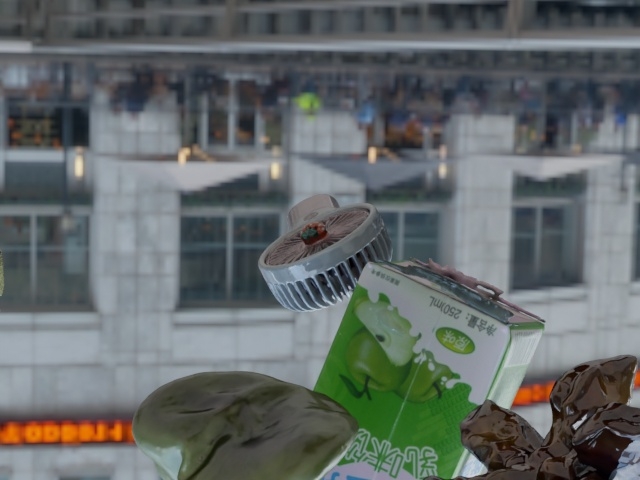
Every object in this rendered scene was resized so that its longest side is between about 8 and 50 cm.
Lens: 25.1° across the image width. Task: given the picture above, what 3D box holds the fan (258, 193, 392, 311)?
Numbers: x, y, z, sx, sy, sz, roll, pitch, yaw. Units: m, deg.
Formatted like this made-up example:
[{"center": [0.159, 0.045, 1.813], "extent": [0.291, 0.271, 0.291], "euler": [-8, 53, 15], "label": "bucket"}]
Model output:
[{"center": [0.000, 0.000, 1.474], "extent": [0.130, 0.074, 0.244], "euler": [-27, -164, 1], "label": "fan"}]

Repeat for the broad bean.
[{"center": [-0.054, 0.159, 1.134], "extent": [0.206, 0.072, 0.153], "euler": [8, -141, 42], "label": "broad bean"}]

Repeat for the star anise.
[{"center": [0.093, 0.115, 0.638], "extent": [0.168, 0.057, 0.168], "euler": [-37, -169, 8], "label": "star anise"}]

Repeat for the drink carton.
[{"center": [0.073, 0.155, 1.298], "extent": [0.161, 0.271, 0.108], "euler": [25, -172, 23], "label": "drink carton"}]

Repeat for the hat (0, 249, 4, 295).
[{"center": [-0.322, 0.041, 1.298], "extent": [0.077, 0.059, 0.076], "euler": [-7, -145, 5], "label": "hat"}]
